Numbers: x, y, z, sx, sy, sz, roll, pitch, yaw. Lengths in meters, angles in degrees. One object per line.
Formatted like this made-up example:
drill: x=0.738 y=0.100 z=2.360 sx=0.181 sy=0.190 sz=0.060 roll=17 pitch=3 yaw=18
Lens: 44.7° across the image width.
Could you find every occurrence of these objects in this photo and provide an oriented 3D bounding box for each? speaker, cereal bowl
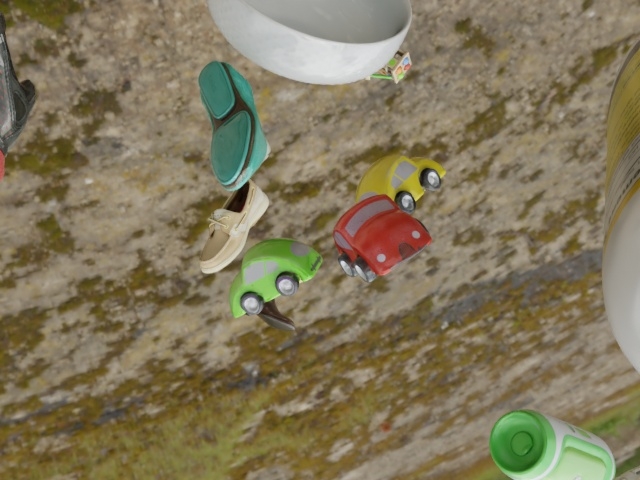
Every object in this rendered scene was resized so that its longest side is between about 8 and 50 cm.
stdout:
speaker: x=0.425 y=0.389 z=1.408 sx=0.131 sy=0.131 sz=0.297 roll=-39 pitch=138 yaw=23
cereal bowl: x=-0.031 y=-0.363 z=1.257 sx=0.339 sy=0.339 sz=0.141 roll=-7 pitch=142 yaw=-31

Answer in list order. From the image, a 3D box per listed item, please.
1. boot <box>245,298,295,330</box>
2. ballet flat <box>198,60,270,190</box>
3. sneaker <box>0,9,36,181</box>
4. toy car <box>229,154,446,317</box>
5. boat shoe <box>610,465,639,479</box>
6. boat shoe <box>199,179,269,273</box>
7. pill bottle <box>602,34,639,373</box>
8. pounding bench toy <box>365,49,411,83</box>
boot: x=-0.061 y=0.070 z=1.163 sx=0.114 sy=0.107 sz=0.037 roll=-59 pitch=161 yaw=-25
ballet flat: x=-0.109 y=-0.154 z=1.085 sx=0.083 sy=0.247 sz=0.087 roll=-37 pitch=138 yaw=22
sneaker: x=-0.314 y=-0.163 z=0.569 sx=0.098 sy=0.135 sz=0.276 roll=1 pitch=140 yaw=36
toy car: x=0.000 y=0.000 z=0.697 sx=0.225 sy=0.053 sz=0.239 roll=-29 pitch=-169 yaw=21
boat shoe: x=0.334 y=0.322 z=0.883 sx=0.258 sy=0.084 sz=0.095 roll=-6 pitch=104 yaw=-36
boat shoe: x=-0.138 y=-0.026 z=1.155 sx=0.063 sy=0.170 sz=0.059 roll=-4 pitch=133 yaw=34
pill bottle: x=0.258 y=-0.015 z=0.435 sx=0.188 sy=0.188 sz=0.334 roll=-51 pitch=-174 yaw=38
pounding bench toy: x=0.136 y=-0.346 z=1.567 sx=0.083 sy=0.065 sz=0.052 roll=-53 pitch=160 yaw=-4
